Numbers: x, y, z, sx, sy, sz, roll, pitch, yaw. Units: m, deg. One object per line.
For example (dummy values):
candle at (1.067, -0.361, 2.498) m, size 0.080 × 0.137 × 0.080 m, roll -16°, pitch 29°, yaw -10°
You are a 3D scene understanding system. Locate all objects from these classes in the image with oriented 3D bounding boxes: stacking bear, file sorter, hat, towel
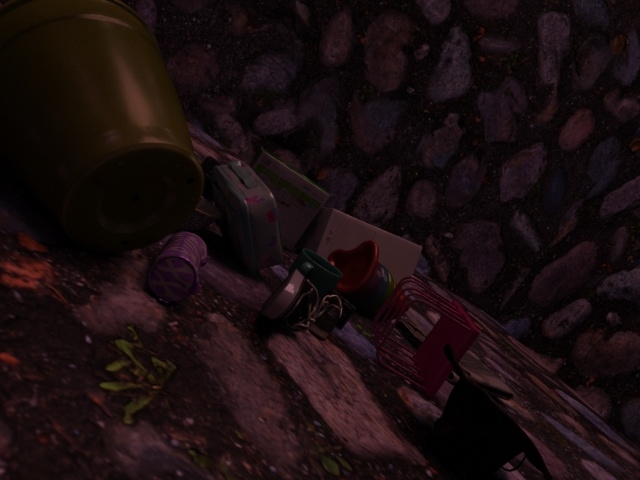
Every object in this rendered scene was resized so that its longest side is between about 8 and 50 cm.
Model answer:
stacking bear at (0.167, 0.150, 1.837) m, size 0.289 × 0.176 × 0.164 m, roll 41°, pitch 43°, yaw -42°
file sorter at (0.251, 0.229, 1.541) m, size 0.182 × 0.202 × 0.290 m, roll 33°, pitch 8°, yaw -2°
hat at (0.303, 0.368, 1.182) m, size 0.331 × 0.134 × 0.331 m, roll 52°, pitch 2°, yaw -2°
towel at (0.423, 0.368, 1.884) m, size 0.324 × 0.056 × 0.312 m, roll 24°, pitch 13°, yaw -38°

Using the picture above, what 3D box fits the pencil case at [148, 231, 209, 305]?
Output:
pencil case at (-0.245, 0.041, 1.054) m, size 0.088 × 0.086 × 0.206 m, roll 20°, pitch 12°, yaw -11°

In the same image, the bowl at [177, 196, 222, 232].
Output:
bowl at (-0.325, -0.071, 1.408) m, size 0.170 × 0.080 × 0.170 m, roll 34°, pitch 9°, yaw -6°

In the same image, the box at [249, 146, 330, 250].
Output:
box at (-0.144, -0.134, 1.952) m, size 0.262 × 0.231 × 0.127 m, roll 32°, pitch 9°, yaw -16°

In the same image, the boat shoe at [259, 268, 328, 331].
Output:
boat shoe at (-0.050, 0.134, 1.227) m, size 0.105 × 0.113 × 0.306 m, roll 41°, pitch -7°, yaw 2°

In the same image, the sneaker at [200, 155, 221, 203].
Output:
sneaker at (-0.347, -0.160, 1.553) m, size 0.086 × 0.163 × 0.226 m, roll 42°, pitch 12°, yaw 33°

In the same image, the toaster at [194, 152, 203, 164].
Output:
toaster at (-0.418, -0.214, 1.719) m, size 0.146 × 0.129 × 0.227 m, roll 37°, pitch 5°, yaw -12°

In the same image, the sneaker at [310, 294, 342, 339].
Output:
sneaker at (0.020, 0.164, 1.395) m, size 0.064 × 0.086 × 0.192 m, roll 34°, pitch 8°, yaw -4°

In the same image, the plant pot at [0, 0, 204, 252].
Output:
plant pot at (-0.383, -0.177, 1.036) m, size 0.353 × 0.366 × 0.366 m, roll 54°, pitch 17°, yaw 30°

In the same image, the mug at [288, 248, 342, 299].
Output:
mug at (-0.030, 0.092, 1.576) m, size 0.158 × 0.097 × 0.129 m, roll 27°, pitch 12°, yaw -39°

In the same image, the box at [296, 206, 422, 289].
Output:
box at (0.127, 0.027, 2.007) m, size 0.346 × 0.168 × 0.215 m, roll 22°, pitch -2°, yaw -19°

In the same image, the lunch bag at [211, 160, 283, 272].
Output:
lunch bag at (-0.188, -0.069, 1.464) m, size 0.108 × 0.223 × 0.279 m, roll -18°, pitch 33°, yaw -19°

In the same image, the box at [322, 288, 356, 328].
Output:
box at (0.039, 0.171, 1.499) m, size 0.083 × 0.067 × 0.018 m, roll 39°, pitch 10°, yaw 23°

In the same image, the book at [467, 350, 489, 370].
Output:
book at (0.534, 0.428, 2.114) m, size 0.096 × 0.035 × 0.144 m, roll 43°, pitch 10°, yaw 34°
